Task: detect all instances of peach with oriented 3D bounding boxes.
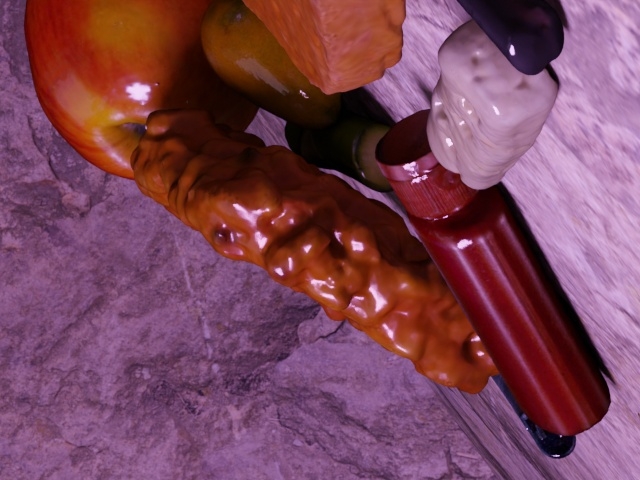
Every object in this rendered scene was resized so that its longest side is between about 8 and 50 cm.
[{"bbox_3d":[-0.174,-0.204,1.488,0.281,0.238,0.281,28,-134,-33],"label":"peach"}]

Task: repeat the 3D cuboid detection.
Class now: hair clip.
[{"bbox_3d":[0.192,0.137,1.489,0.070,0.039,0.229,57,180,-26],"label":"hair clip"}]

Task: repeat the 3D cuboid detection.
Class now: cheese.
[{"bbox_3d":[0.089,-0.070,0.797,0.065,0.043,0.194,49,174,8],"label":"cheese"}]

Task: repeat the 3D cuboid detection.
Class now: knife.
[{"bbox_3d":[0.051,-0.148,0.718,0.230,0.028,0.060,56,-179,40],"label":"knife"}]

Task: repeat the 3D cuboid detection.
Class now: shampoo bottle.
[{"bbox_3d":[0.121,0.023,1.041,0.260,0.064,0.102,56,176,-31],"label":"shampoo bottle"}]

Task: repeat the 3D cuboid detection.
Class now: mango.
[{"bbox_3d":[-0.041,-0.161,1.278,0.163,0.089,0.111,40,172,49],"label":"mango"}]

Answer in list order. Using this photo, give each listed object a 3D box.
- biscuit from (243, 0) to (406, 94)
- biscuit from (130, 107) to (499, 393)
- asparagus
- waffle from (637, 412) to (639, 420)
[{"bbox_3d":[-0.071,-0.262,0.760,0.455,0.078,0.349,53,175,46],"label":"biscuit"},{"bbox_3d":[0.000,0.000,1.283,0.318,0.110,0.312,33,-179,-30],"label":"biscuit"},{"bbox_3d":[0.023,-0.088,1.309,0.278,0.067,0.060,-149,54,-72],"label":"asparagus"},{"bbox_3d":[0.278,0.204,0.754,0.307,0.060,0.312,55,177,-41],"label":"waffle"}]
